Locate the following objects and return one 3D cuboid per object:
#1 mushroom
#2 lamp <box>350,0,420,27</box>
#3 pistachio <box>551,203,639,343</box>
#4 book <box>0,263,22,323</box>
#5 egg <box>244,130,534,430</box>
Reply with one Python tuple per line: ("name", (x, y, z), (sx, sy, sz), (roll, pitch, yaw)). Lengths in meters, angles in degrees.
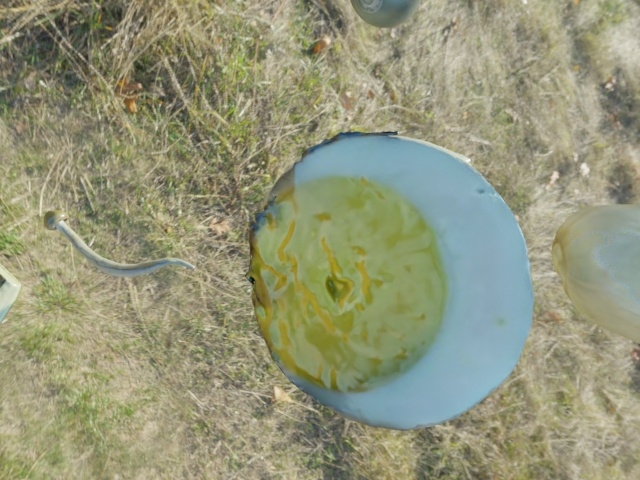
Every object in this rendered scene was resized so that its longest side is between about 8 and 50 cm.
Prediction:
("mushroom", (-0.363, 0.020, 0.794), (0.306, 0.043, 0.068), (22, 108, 14))
("lamp", (0.087, -0.344, 0.613), (0.105, 0.105, 0.105), (5, 81, -29))
("pistachio", (0.359, 0.039, 0.504), (0.200, 0.117, 0.145), (33, 108, 8))
("book", (-0.412, 0.075, 0.484), (0.160, 0.228, 0.024), (-62, 144, -11))
("egg", (0.082, 0.032, 0.562), (0.337, 0.337, 0.201), (64, 20, -7))
